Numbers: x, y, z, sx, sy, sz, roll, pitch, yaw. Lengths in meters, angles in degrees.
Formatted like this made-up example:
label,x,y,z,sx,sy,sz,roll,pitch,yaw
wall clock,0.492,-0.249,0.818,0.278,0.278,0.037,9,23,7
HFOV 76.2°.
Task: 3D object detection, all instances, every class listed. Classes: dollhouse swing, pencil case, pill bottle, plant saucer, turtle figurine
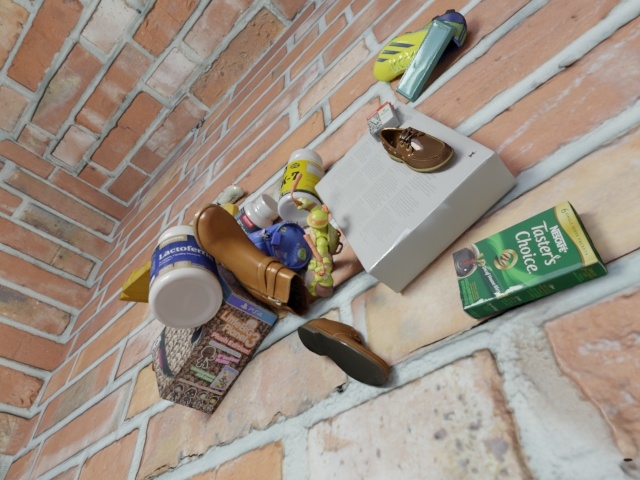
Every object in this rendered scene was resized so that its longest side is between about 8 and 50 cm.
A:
label,x,y,z,sx,sy,sz,roll,pitch,yaw
dollhouse swing,-0.469,0.013,1.387,0.347,0.315,0.304,-32,58,33
pencil case,-0.158,0.026,1.093,0.306,0.133,0.119,-9,56,50
pill bottle,-0.211,-0.056,1.260,0.180,0.108,0.107,-42,34,20
plant saucer,0.256,-0.447,1.016,0.067,0.018,0.192,46,122,28
pill bottle,-0.049,-0.151,1.128,0.119,0.119,0.208,-31,39,33
pill bottle,-0.325,0.074,0.974,0.153,0.153,0.264,-49,33,8
turtle figurine,0.000,0.000,0.846,0.087,0.217,0.269,-12,48,-7

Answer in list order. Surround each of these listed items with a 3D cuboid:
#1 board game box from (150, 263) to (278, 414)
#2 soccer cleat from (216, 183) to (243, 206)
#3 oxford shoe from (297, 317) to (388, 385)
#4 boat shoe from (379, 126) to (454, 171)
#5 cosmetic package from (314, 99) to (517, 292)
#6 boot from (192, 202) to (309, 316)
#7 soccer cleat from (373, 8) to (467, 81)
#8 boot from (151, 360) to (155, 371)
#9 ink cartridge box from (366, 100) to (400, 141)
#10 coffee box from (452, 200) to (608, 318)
label,x,y,z,sx,sy,sz,roll,pitch,yaw
board game box,-0.280,0.237,1.044,0.290,0.141,0.232,-56,32,-2
soccer cleat,-0.357,-0.168,1.605,0.196,0.068,0.076,-11,57,57
oxford shoe,0.049,0.186,0.736,0.076,0.076,0.212,-25,29,-32
boat shoe,0.165,-0.171,0.743,0.064,0.060,0.178,-52,32,1
cosmetic package,0.158,-0.114,0.841,0.284,0.097,0.377,-47,32,14
boot,-0.146,0.051,0.895,0.220,0.283,0.109,22,54,40
soccer cleat,0.249,-0.494,1.086,0.289,0.094,0.121,-15,55,46
boot,-0.523,0.364,1.346,0.087,0.042,0.118,4,62,61
ink cartridge box,0.136,-0.275,0.912,0.063,0.029,0.115,-35,36,26
coffee box,0.287,0.031,0.587,0.184,0.040,0.113,-30,39,34
